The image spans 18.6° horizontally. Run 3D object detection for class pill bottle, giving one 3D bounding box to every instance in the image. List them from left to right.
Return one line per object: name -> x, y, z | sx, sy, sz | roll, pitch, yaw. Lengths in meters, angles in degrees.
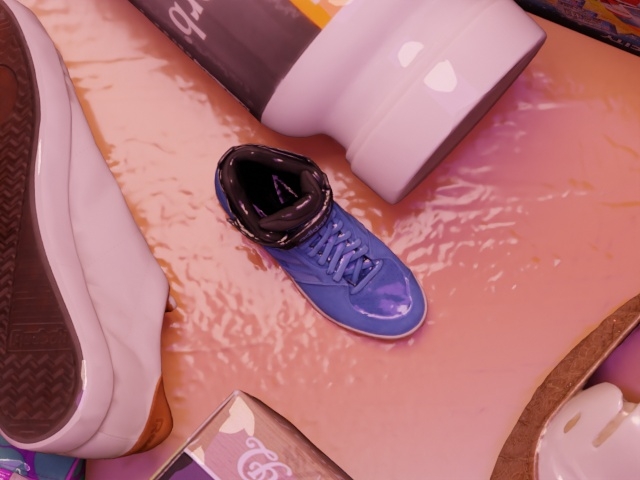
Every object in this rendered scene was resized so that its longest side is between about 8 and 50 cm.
pill bottle -> -0.017, -0.160, 1.104 | 0.278, 0.162, 0.162 | 42, 86, 5

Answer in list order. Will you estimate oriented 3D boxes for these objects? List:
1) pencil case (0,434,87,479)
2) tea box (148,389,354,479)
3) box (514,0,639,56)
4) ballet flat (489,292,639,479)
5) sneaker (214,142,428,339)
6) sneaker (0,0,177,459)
pencil case -> -0.206, 0.124, 1.120 | 0.152, 0.070, 0.064 | 17, 84, 3
tea box -> -0.028, 0.303, 1.024 | 0.329, 0.220, 0.323 | 44, 87, 4
box -> 0.213, -0.131, 1.099 | 0.233, 0.159, 0.044 | 22, 86, 2
ballet flat -> 0.208, 0.077, 1.095 | 0.116, 0.124, 0.342 | 43, 86, 5
sneaker -> -0.001, 0.001, 1.124 | 0.152, 0.084, 0.058 | 43, 86, 4
sneaker -> -0.155, -0.003, 1.133 | 0.106, 0.123, 0.290 | -26, 63, 25
